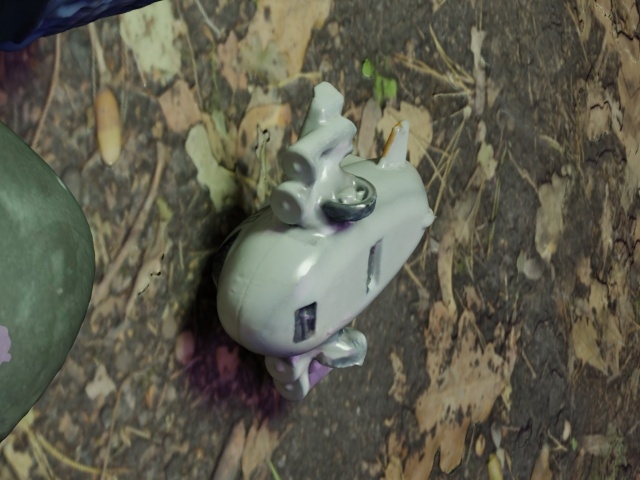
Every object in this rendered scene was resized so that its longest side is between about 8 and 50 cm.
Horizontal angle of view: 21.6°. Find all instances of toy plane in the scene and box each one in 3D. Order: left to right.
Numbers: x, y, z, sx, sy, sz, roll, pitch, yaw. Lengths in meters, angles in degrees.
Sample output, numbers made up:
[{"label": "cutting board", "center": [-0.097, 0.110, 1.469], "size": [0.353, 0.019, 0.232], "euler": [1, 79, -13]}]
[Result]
[{"label": "toy plane", "center": [0.000, 0.000, 1.232], "size": [0.245, 0.117, 0.245], "euler": [-46, 148, -40]}]

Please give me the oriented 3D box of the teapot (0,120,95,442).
[{"label": "teapot", "center": [-0.261, -0.005, 0.702], "size": [0.285, 0.223, 0.305], "euler": [54, 22, -33]}]

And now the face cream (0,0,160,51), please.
[{"label": "face cream", "center": [-0.143, -0.234, 0.861], "size": [0.225, 0.249, 0.249], "euler": [-29, 116, -48]}]
